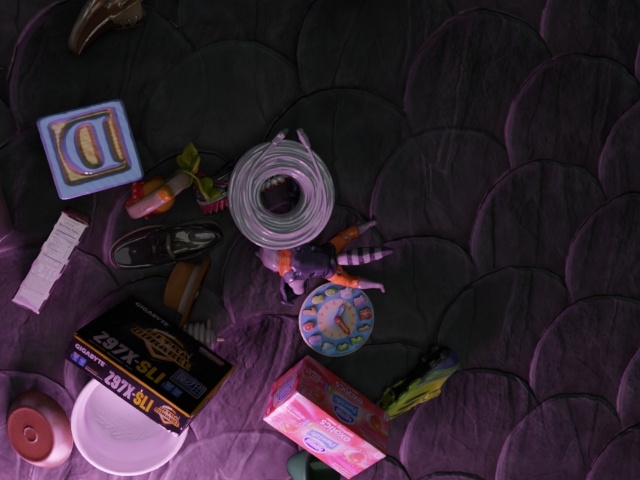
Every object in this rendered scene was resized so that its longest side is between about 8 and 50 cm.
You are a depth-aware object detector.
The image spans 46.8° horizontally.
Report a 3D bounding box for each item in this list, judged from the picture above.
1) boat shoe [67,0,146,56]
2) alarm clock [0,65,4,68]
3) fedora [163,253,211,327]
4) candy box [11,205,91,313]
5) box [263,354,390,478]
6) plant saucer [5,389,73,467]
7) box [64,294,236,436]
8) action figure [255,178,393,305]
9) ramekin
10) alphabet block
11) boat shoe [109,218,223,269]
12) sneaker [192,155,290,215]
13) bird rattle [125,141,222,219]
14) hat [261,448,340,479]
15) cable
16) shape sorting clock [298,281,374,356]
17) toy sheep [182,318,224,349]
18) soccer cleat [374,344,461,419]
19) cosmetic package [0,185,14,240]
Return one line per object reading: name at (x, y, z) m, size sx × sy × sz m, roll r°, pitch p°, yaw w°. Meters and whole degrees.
boat shoe at (-0.462, -0.549, 1.720) m, size 0.116 × 0.123 × 0.324 m, roll 39°, pitch 88°, yaw -17°
alarm clock at (-0.823, -0.347, 1.685) m, size 0.129 × 0.064 × 0.192 m, roll 32°, pitch 92°, yaw -16°
fedora at (-0.332, 0.114, 1.808) m, size 0.079 × 0.194 × 0.194 m, roll 21°, pitch 91°, yaw -3°
candy box at (-0.625, 0.040, 1.729) m, size 0.071 × 0.159 × 0.234 m, roll 30°, pitch 88°, yaw -17°
box at (0.020, 0.462, 1.922) m, size 0.300 × 0.142 × 0.154 m, roll 39°, pitch 122°, yaw -15°
plant saucer at (-0.686, 0.460, 1.775) m, size 0.198 × 0.036 × 0.199 m, roll 4°, pitch 102°, yaw 21°
box at (-0.388, 0.282, 1.718) m, size 0.322 × 0.257 × 0.079 m, roll 34°, pitch 114°, yaw 5°
action figure at (0.000, 0.000, 1.873) m, size 0.330 × 0.178 × 0.342 m, roll -5°, pitch 96°, yaw -16°
ramekin at (-0.466, 0.423, 1.828) m, size 0.277 × 0.135 × 0.277 m, roll -2°, pitch 97°, yaw -13°
alphabet block at (-0.523, -0.211, 1.704) m, size 0.193 × 0.197 × 0.193 m, roll -15°, pitch 99°, yaw -12°
boat shoe at (-0.377, 0.010, 1.820) m, size 0.285 × 0.092 × 0.103 m, roll -11°, pitch 98°, yaw -13°
sneaker at (-0.173, -0.165, 1.838) m, size 0.299 × 0.121 × 0.112 m, roll -24°, pitch 95°, yaw -12°
bird rattle at (-0.375, -0.119, 1.720) m, size 0.253 × 0.207 × 0.143 m, roll -16°, pitch 107°, yaw 25°
hat at (-0.073, 0.618, 2.004) m, size 0.208 × 0.183 × 0.173 m, roll 43°, pitch 48°, yaw -46°
cable at (-0.095, -0.110, 1.754) m, size 0.257 × 0.089 × 0.257 m, roll -35°, pitch 104°, yaw -6°
shape sorting clock at (0.044, 0.211, 1.978) m, size 0.206 × 0.040 × 0.206 m, roll -2°, pitch 97°, yaw -14°
toy sheep at (-0.309, 0.245, 1.872) m, size 0.132 × 0.091 × 0.091 m, roll -1°, pitch 97°, yaw -1°
soccer cleat at (0.271, 0.414, 2.034) m, size 0.289 × 0.093 × 0.121 m, roll -41°, pitch 111°, yaw -6°
cosmetic package at (-0.753, -0.054, 1.647) m, size 0.085 × 0.231 × 0.118 m, roll -16°, pitch 100°, yaw -12°
